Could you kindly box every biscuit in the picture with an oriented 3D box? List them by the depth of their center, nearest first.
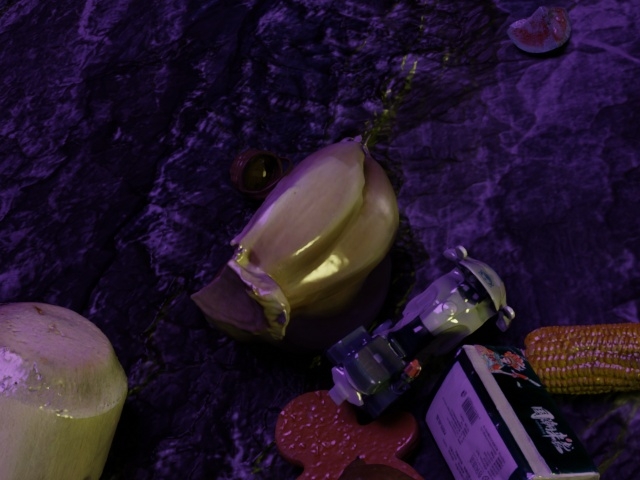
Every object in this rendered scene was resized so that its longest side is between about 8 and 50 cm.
[{"bbox_3d":[0.039,0.238,1.127,0.165,0.036,0.250,-36,45,-10],"label":"biscuit"}]

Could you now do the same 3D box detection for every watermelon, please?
[{"bbox_3d":[0.283,-0.282,1.506,0.085,0.061,0.085,-8,46,9],"label":"watermelon"}]

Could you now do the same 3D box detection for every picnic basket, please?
[{"bbox_3d":[-0.072,-0.083,1.490,0.072,0.072,0.083,-47,31,-21],"label":"picnic basket"}]

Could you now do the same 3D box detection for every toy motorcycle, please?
[{"bbox_3d":[0.105,0.088,1.158,0.221,0.150,0.102,-34,81,-25],"label":"toy motorcycle"}]

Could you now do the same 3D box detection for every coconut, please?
[{"bbox_3d":[-0.327,0.192,1.246,0.234,0.224,0.224,-58,37,18],"label":"coconut"}]

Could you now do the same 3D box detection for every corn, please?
[{"bbox_3d":[0.290,0.110,1.094,0.203,0.072,0.072,-5,46,24],"label":"corn"}]

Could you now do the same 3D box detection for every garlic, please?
[{"bbox_3d":[-0.028,0.008,1.258,0.210,0.237,0.292,17,38,29],"label":"garlic"}]

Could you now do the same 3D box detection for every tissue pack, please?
[{"bbox_3d":[0.169,0.186,1.051,0.090,0.103,0.170,10,32,-25],"label":"tissue pack"}]

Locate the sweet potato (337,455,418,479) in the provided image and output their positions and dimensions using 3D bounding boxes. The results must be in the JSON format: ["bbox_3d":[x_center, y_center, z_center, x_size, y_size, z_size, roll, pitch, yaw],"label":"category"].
[{"bbox_3d":[0.091,0.282,0.970,0.124,0.098,0.310,-14,40,-8],"label":"sweet potato"}]
